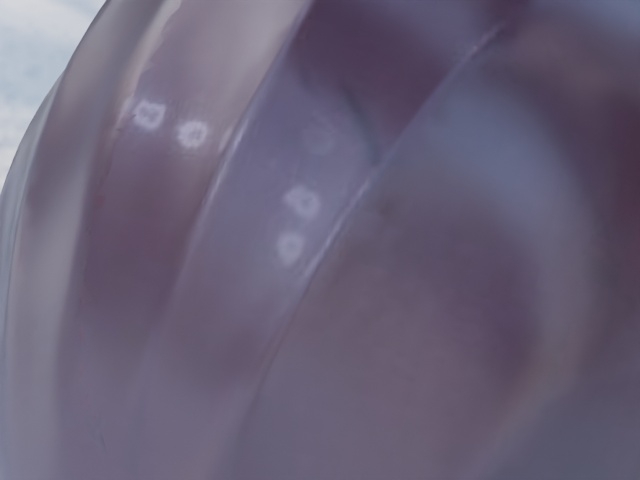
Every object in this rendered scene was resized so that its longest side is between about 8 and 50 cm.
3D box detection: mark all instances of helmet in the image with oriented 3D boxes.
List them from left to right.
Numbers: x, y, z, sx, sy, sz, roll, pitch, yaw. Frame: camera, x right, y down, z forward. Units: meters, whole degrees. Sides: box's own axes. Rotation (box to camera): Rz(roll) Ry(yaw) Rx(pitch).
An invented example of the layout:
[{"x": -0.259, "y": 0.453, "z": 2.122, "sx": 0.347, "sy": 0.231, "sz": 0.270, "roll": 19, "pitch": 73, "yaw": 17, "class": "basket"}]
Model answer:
[{"x": 0.000, "y": 0.000, "z": 0.666, "sx": 0.197, "sy": 0.338, "sz": 0.271, "roll": 9, "pitch": 5, "yaw": -42, "class": "helmet"}]
